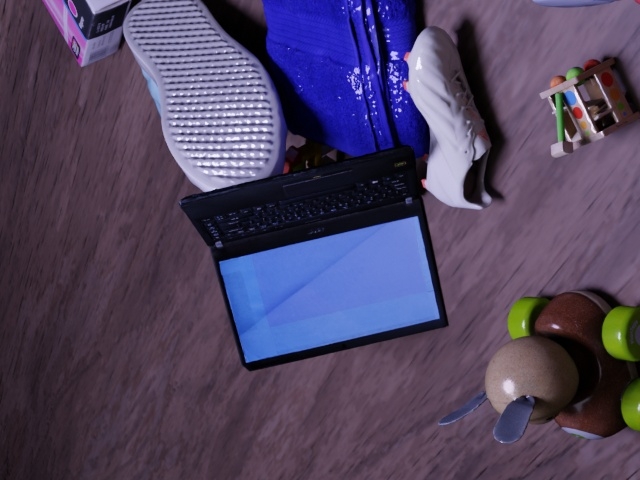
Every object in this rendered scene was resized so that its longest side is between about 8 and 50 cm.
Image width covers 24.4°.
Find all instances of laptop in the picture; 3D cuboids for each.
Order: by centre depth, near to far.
[{"bbox_3d":[0.001,0.025,1.522,0.264,0.234,0.137,70,-173,-75],"label":"laptop"}]

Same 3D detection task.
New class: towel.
[{"bbox_3d":[0.004,-0.238,1.509,0.227,0.076,0.308,19,128,46],"label":"towel"}]

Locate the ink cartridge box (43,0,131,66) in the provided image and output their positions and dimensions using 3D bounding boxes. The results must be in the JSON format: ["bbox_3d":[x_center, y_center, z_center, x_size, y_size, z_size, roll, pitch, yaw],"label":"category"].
[{"bbox_3d":[-0.357,-0.414,1.861,0.371,0.069,0.176,61,161,7],"label":"ink cartridge box"}]

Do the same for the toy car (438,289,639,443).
[{"bbox_3d":[0.209,0.144,1.394,0.155,0.188,0.149,3,115,53],"label":"toy car"}]

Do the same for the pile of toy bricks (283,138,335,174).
[{"bbox_3d":[0.000,0.000,1.642,0.118,0.105,0.212,35,144,37],"label":"pile of toy bricks"}]

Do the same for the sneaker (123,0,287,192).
[{"bbox_3d":[-0.108,-0.138,1.653,0.150,0.135,0.366,62,-178,-45],"label":"sneaker"}]

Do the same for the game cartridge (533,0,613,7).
[{"bbox_3d":[0.246,-0.292,1.090,0.294,0.060,0.196,-28,68,57],"label":"game cartridge"}]

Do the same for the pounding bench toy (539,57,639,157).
[{"bbox_3d":[0.223,-0.116,1.286,0.052,0.083,0.065,-23,95,57],"label":"pounding bench toy"}]

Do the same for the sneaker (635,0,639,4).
[{"bbox_3d":[0.326,-0.136,1.130,0.221,0.087,0.128,28,133,43],"label":"sneaker"}]

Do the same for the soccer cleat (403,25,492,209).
[{"bbox_3d":[0.131,-0.117,1.435,0.076,0.068,0.196,22,137,39],"label":"soccer cleat"}]
